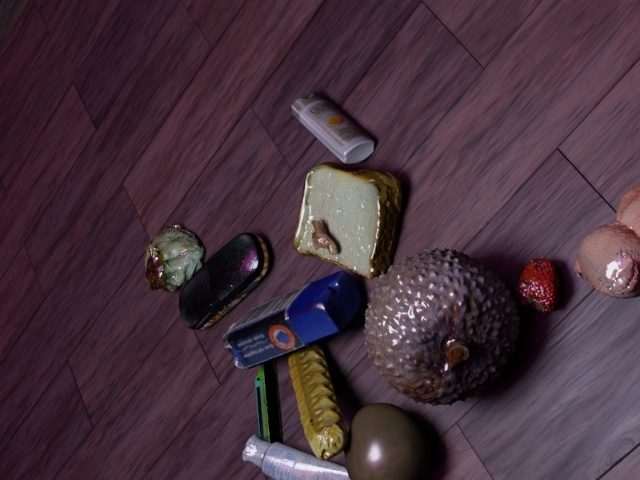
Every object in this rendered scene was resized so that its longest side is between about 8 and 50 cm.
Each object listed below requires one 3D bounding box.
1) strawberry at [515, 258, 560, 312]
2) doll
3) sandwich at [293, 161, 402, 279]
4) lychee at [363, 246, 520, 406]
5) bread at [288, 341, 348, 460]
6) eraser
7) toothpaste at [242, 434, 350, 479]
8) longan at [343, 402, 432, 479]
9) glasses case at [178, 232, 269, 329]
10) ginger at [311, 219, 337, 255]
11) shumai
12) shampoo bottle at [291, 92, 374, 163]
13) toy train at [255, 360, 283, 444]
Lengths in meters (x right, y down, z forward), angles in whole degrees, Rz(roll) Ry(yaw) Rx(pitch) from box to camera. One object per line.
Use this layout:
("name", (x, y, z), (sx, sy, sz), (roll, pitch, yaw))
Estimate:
("strawberry", (0.393, 0.080, 1.649), (0.083, 0.083, 0.096), (9, 88, 44))
("doll", (0.561, -0.018, 1.493), (0.303, 0.156, 0.201), (-45, 10, 6))
("sandwich", (0.060, -0.049, 1.985), (0.251, 0.087, 0.226), (16, 105, 44))
("lychee", (0.220, 0.149, 1.675), (0.300, 0.300, 0.300), (-10, 75, 42))
("bread", (-0.009, 0.319, 1.895), (0.367, 0.077, 0.084), (-111, 35, -62))
("eraser", (-0.063, 0.175, 2.012), (0.332, 0.155, 0.102), (-24, 105, 38))
("toothpaste", (-0.029, 0.501, 1.962), (0.299, 0.073, 0.114), (19, 95, 27))
("longan", (0.128, 0.406, 1.775), (0.189, 0.189, 0.189), (-10, 75, 42))
("glasses case", (-0.240, 0.102, 2.247), (0.321, 0.082, 0.122), (-42, 55, 32))
("ginger", (-0.001, 0.000, 1.967), (0.097, 0.030, 0.048), (56, 130, 26))
("shumai", (-0.408, 0.044, 2.379), (0.184, 0.142, 0.184), (-7, 79, 40))
("shampoo bottle", (0.026, -0.255, 2.066), (0.227, 0.086, 0.056), (48, 151, 39))
("toy train", (-0.122, 0.379, 2.105), (0.042, 0.044, 0.209), (-20, 68, 39))
